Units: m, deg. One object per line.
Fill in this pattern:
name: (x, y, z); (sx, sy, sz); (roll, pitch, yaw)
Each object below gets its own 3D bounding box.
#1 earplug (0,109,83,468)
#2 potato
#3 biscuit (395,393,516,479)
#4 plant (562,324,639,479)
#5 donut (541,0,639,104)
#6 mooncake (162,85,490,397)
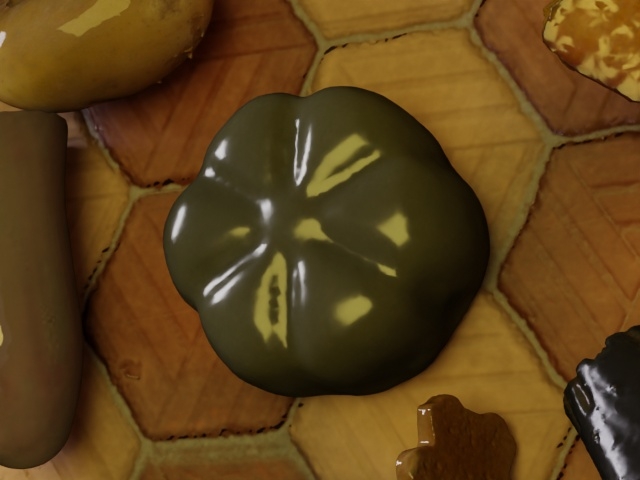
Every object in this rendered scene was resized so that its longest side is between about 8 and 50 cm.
earplug: (-0.284, 0.052, 1.539); (0.172, 0.172, 0.301); (-14, 80, 17)
potato: (-0.204, -0.190, 1.560); (0.234, 0.150, 0.146); (-25, 93, 18)
biscuit: (0.110, 0.212, 1.374); (0.027, 0.133, 0.184); (-22, 64, 43)
plant: (0.289, 0.180, 1.300); (0.142, 0.164, 0.256); (-43, 53, 4)
donut: (0.381, -0.270, 1.355); (0.378, 0.163, 0.435); (19, 84, 21)
mooncake: (0.000, 0.000, 1.455); (0.275, 0.135, 0.275); (-6, 75, 22)
